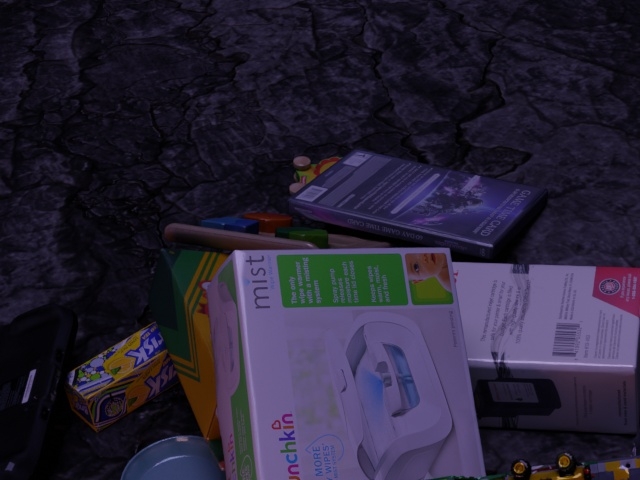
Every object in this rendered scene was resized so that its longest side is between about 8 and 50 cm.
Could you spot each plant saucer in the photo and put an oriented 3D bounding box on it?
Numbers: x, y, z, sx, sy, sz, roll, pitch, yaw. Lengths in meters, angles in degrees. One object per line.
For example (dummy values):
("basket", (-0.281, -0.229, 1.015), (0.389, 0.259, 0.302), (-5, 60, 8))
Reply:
("plant saucer", (-0.153, 0.256, 1.688), (0.119, 0.021, 0.119), (-7, 36, 5))

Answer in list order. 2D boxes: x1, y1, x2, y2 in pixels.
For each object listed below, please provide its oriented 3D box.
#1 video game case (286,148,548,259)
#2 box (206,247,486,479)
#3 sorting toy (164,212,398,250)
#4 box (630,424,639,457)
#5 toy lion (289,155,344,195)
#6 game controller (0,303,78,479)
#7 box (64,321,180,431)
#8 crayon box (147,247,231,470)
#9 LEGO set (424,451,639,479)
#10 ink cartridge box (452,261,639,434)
("video game case", (0.123, -0.049, 1.984), (0.274, 0.026, 0.196), (14, 28, 23))
("box", (0.020, 0.148, 1.556), (0.231, 0.127, 0.262), (1, 69, -19))
("sorting toy", (0.000, 0.000, 1.875), (0.307, 0.041, 0.229), (8, 4, 26))
("box", (0.448, 0.226, 1.367), (0.293, 0.295, 0.073), (13, 78, 30))
("toy lion", (0.010, -0.078, 2.104), (0.096, 0.034, 0.100), (2, 37, 4))
("game controller", (-0.361, 0.192, 1.772), (0.166, 0.067, 0.319), (-16, 35, 14))
("box", (-0.208, 0.147, 1.824), (0.169, 0.054, 0.059), (-31, 41, -26))
("crayon box", (-0.051, 0.127, 1.730), (0.202, 0.081, 0.318), (4, 30, -25))
("LEGO set", (0.215, 0.309, 1.321), (0.255, 0.331, 0.192), (-8, 67, 11))
("ink cartridge box", (0.229, 0.113, 1.721), (0.237, 0.100, 0.172), (1, 37, 15))
